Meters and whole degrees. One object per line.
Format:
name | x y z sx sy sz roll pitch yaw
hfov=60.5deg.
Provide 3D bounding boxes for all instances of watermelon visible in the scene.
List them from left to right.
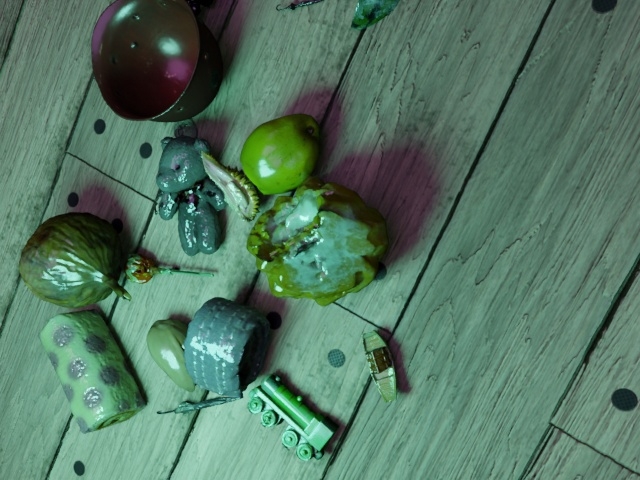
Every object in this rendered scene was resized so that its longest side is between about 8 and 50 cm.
watermelon | 0.131 -0.589 1.358 0.101 0.080 0.155 30 100 -16

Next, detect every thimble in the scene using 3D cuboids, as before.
thimble | -0.238 0.275 1.410 0.172 0.205 0.236 19 96 20

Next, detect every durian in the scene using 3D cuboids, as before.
durian | -0.218 -0.154 1.415 0.078 0.140 0.224 -26 122 22

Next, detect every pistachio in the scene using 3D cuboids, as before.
pistachio | -0.395 0.315 1.526 0.136 0.136 0.226 -38 83 18

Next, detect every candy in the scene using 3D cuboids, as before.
candy | -0.434 0.085 1.569 0.288 0.078 0.084 2 120 19

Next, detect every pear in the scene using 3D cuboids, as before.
pear | -0.091 -0.220 1.374 0.220 0.187 0.187 -33 77 13

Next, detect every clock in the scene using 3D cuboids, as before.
clock | -0.389 -0.314 1.585 0.074 0.010 0.083 -41 76 16

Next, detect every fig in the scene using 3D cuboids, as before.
fig | -0.636 0.092 1.530 0.369 0.286 0.286 29 100 26

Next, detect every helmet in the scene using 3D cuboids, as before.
helmet | -0.405 -0.467 1.477 0.385 0.230 0.337 32 101 28

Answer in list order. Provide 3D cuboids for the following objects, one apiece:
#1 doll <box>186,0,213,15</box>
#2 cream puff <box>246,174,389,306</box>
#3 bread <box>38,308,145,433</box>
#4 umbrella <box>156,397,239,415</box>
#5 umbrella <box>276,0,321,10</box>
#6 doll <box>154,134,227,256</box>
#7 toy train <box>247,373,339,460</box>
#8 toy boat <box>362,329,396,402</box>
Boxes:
doll | -0.304 -0.717 1.527 0.219 0.067 0.091 -38 86 12
cream puff | 0.009 0.000 1.319 0.323 0.270 0.274 -35 112 19
bread | -0.661 0.371 1.597 0.155 0.187 0.338 -40 74 21
umbrella | -0.338 0.464 1.548 0.269 0.044 0.044 -13 58 13
umbrella | -0.047 -0.619 1.444 0.149 0.022 0.022 0 85 18
doll | -0.365 -0.122 1.494 0.246 0.158 0.340 0 92 34
toy train | -0.076 0.451 1.412 0.251 0.085 0.119 39 98 16
toy boat | 0.145 0.302 1.327 0.065 0.066 0.172 -20 83 18
